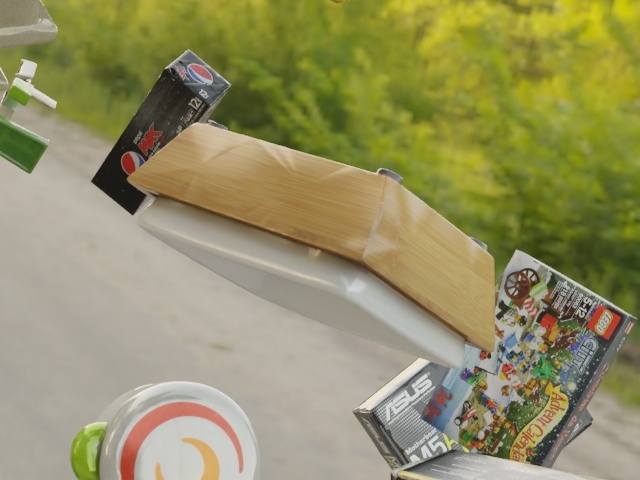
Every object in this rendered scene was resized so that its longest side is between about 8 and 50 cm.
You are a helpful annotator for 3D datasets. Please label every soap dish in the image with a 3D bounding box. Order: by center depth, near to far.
[{"bbox_3d":[0.000,0.000,1.499,0.291,0.118,0.229,19,-10,40],"label":"soap dish"}]

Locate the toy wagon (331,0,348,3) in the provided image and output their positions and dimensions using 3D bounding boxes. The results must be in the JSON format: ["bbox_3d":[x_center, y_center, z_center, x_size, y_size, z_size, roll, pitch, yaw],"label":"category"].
[{"bbox_3d":[-0.027,-0.347,1.261,0.068,0.344,0.267,-5,12,13],"label":"toy wagon"}]

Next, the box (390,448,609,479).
[{"bbox_3d":[0.189,0.288,1.072,0.322,0.257,0.079,7,13,42],"label":"box"}]

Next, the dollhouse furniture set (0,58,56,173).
[{"bbox_3d":[-0.305,-0.126,1.722,0.059,0.076,0.151,30,17,-15],"label":"dollhouse furniture set"}]

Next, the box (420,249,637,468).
[{"bbox_3d":[0.242,0.150,1.955,0.159,0.233,0.044,32,6,26],"label":"box"}]

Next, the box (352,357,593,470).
[{"bbox_3d":[0.208,0.237,2.253,0.270,0.216,0.060,-36,10,-21],"label":"box"}]

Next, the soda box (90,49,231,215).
[{"bbox_3d":[-0.158,-0.105,1.649,0.060,0.169,0.053,40,36,1],"label":"soda box"}]

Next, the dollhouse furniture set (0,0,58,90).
[{"bbox_3d":[-0.269,-0.220,1.119,0.135,0.262,0.259,-4,31,-23],"label":"dollhouse furniture set"}]

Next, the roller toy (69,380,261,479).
[{"bbox_3d":[-0.172,0.261,1.939,0.209,0.191,0.146,52,-18,-7],"label":"roller toy"}]
